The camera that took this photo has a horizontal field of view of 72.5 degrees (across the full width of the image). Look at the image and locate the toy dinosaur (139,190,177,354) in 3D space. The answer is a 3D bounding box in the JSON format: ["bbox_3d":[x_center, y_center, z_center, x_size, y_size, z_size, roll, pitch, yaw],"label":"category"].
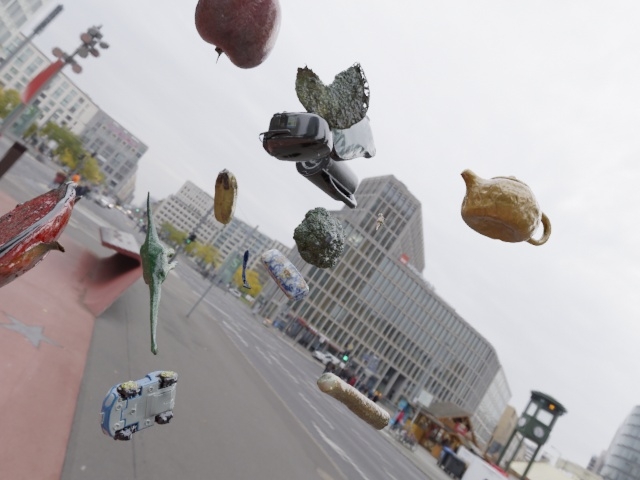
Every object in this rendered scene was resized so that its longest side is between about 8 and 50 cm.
[{"bbox_3d":[-0.509,0.081,1.296,0.301,0.086,0.448,-100,178,-81],"label":"toy dinosaur"}]

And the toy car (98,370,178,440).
[{"bbox_3d":[-0.662,0.580,1.582,0.165,0.199,0.314,10,6,33],"label":"toy car"}]

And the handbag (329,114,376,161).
[{"bbox_3d":[0.125,-0.418,1.748,0.074,0.332,0.192,-12,-86,39],"label":"handbag"}]

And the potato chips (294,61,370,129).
[{"bbox_3d":[0.035,-0.418,1.235,0.219,0.202,0.029,5,0,-10],"label":"potato chips"}]

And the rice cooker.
[{"bbox_3d":[-0.065,-0.282,1.197,0.202,0.119,0.142,3,-10,12],"label":"rice cooker"}]

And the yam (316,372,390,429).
[{"bbox_3d":[0.098,0.460,1.246,0.299,0.066,0.066,44,-14,-31],"label":"yam"}]

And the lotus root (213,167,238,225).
[{"bbox_3d":[-0.433,-0.200,1.990,0.110,0.259,0.097,15,14,24],"label":"lotus root"}]

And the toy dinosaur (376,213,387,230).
[{"bbox_3d":[0.245,-0.069,1.763,0.041,0.113,0.026,32,-45,-13],"label":"toy dinosaur"}]

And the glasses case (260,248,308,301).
[{"bbox_3d":[-0.132,0.122,1.591,0.248,0.086,0.065,47,-20,39],"label":"glasses case"}]

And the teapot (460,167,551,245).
[{"bbox_3d":[0.506,-0.097,1.184,0.311,0.167,0.203,28,-12,-9],"label":"teapot"}]

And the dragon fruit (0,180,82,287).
[{"bbox_3d":[-0.578,-0.003,0.854,0.343,0.282,0.100,30,-23,55],"label":"dragon fruit"}]

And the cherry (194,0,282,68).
[{"bbox_3d":[-0.249,-0.689,1.364,0.261,0.307,0.221,34,24,-25],"label":"cherry"}]

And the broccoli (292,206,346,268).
[{"bbox_3d":[0.000,0.000,1.155,0.162,0.146,0.138,48,-17,-17],"label":"broccoli"}]

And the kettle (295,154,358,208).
[{"bbox_3d":[0.064,-0.321,2.119,0.262,0.203,0.308,31,-3,41],"label":"kettle"}]

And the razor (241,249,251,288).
[{"bbox_3d":[-0.285,0.109,1.659,0.028,0.155,0.044,-18,-28,29],"label":"razor"}]
